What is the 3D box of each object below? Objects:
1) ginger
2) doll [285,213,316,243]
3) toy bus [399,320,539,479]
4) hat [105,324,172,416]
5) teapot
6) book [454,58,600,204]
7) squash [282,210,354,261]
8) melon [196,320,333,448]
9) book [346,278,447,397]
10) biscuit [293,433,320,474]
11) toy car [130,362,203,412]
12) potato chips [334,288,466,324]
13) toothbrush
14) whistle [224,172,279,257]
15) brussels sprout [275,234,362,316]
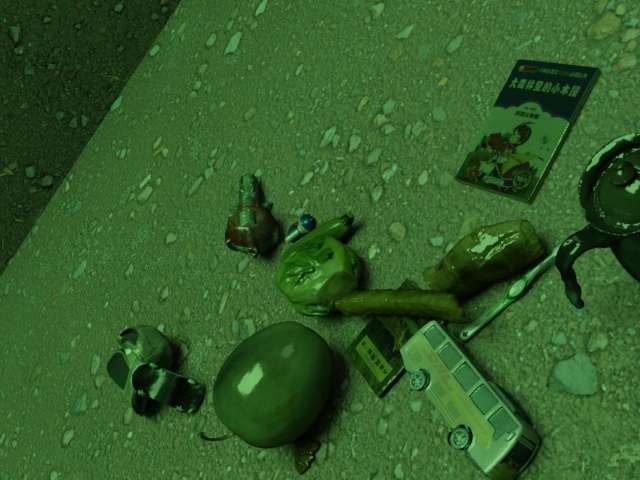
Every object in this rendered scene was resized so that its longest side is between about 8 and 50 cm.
[{"bbox_3d":[0.328,0.037,1.579,0.263,0.116,0.109,-33,63,34],"label":"ginger"},{"bbox_3d":[-0.048,-0.030,2.043,0.099,0.057,0.143,-34,-4,-33],"label":"doll"},{"bbox_3d":[0.279,0.306,1.492,0.138,0.097,0.342,-46,40,7],"label":"toy bus"},{"bbox_3d":[-0.520,0.381,2.265,0.232,0.161,0.275,29,114,56],"label":"hat"},{"bbox_3d":[0.520,-0.044,1.288,0.305,0.285,0.223,-26,50,34],"label":"teapot"},{"bbox_3d":[0.447,-0.249,1.699,0.228,0.018,0.322,25,87,50],"label":"book"},{"bbox_3d":[0.000,0.000,1.989,0.252,0.066,0.066,-32,47,30],"label":"squash"},{"bbox_3d":[-0.106,0.332,1.762,0.308,0.272,0.272,-50,40,22],"label":"melon"},{"bbox_3d":[0.166,0.216,1.718,0.228,0.024,0.160,-50,42,12],"label":"book"},{"bbox_3d":[-0.039,0.492,1.778,0.082,0.016,0.092,0,66,46],"label":"biscuit"},{"bbox_3d":[-0.423,0.402,2.127,0.205,0.056,0.095,21,85,6],"label":"toy car"},{"bbox_3d":[0.183,0.137,1.645,0.080,0.057,0.407,-38,19,-30],"label":"potato chips"},{"bbox_3d":[0.389,0.101,1.544,0.304,0.030,0.030,-44,42,19],"label":"toothbrush"},{"bbox_3d":[-0.199,-0.071,2.203,0.142,0.133,0.346,-27,40,15],"label":"whistle"},{"bbox_3d":[0.001,0.085,1.876,0.223,0.161,0.223,-17,42,16],"label":"brussels sprout"}]
